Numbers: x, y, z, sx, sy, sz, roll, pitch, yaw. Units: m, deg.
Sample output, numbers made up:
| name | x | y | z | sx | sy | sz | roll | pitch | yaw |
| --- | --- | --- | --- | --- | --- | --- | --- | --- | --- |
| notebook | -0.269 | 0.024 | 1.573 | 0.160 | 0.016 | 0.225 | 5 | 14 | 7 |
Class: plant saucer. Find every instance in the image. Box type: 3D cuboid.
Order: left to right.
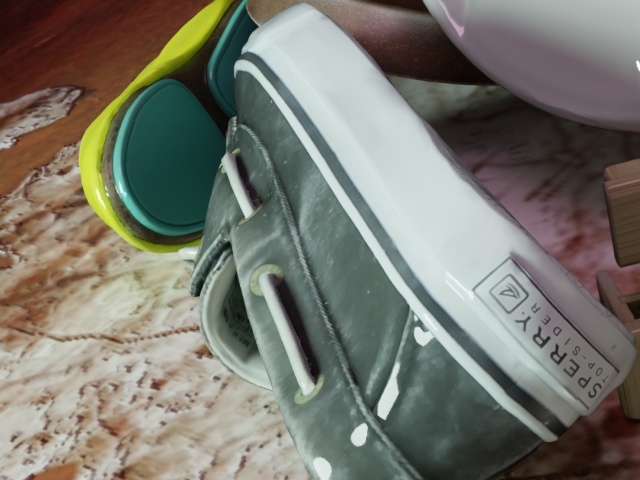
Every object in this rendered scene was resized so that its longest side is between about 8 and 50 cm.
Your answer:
| name | x | y | z | sx | sy | sz | roll | pitch | yaw |
| --- | --- | --- | --- | --- | --- | --- | --- | --- | --- |
| plant saucer | 0.049 | -0.117 | 0.853 | 0.168 | 0.029 | 0.168 | 8 | 24 | -4 |

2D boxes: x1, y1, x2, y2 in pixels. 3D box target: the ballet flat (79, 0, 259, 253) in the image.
| name | x | y | z | sx | sy | sz | roll | pitch | yaw |
| --- | --- | --- | --- | --- | --- | --- | --- | --- | --- |
| ballet flat | -0.071 | -0.051 | 0.839 | 0.077 | 0.077 | 0.231 | -26 | 19 | 30 |

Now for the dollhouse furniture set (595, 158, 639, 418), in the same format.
| name | x | y | z | sx | sy | sz | roll | pitch | yaw |
| --- | --- | --- | --- | --- | --- | --- | --- | --- | --- |
| dollhouse furniture set | 0.162 | -0.032 | 0.556 | 0.161 | 0.182 | 0.101 | -17 | 29 | 0 |

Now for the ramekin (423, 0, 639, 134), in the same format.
| name | x | y | z | sx | sy | sz | roll | pitch | yaw |
| --- | --- | --- | --- | --- | --- | --- | --- | --- | --- |
| ramekin | 0.170 | -0.174 | 0.732 | 0.273 | 0.273 | 0.127 | 8 | 3 | 37 |

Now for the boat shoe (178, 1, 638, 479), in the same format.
| name | x | y | z | sx | sy | sz | roll | pitch | yaw |
| --- | --- | --- | --- | --- | --- | --- | --- | --- | --- |
| boat shoe | 0.000 | 0.000 | 0.651 | 0.119 | 0.121 | 0.335 | -41 | 19 | 3 |
